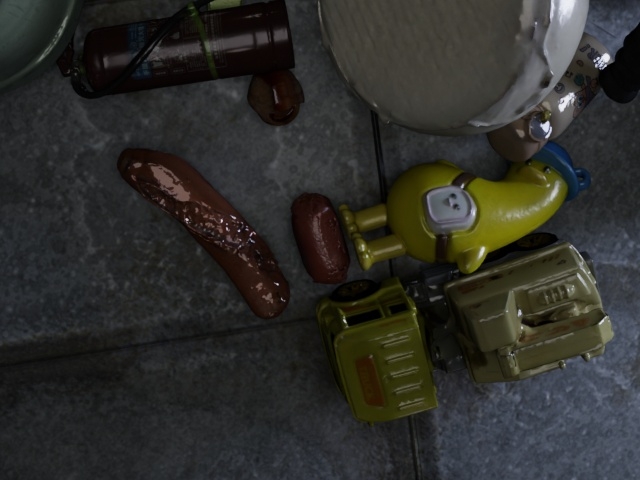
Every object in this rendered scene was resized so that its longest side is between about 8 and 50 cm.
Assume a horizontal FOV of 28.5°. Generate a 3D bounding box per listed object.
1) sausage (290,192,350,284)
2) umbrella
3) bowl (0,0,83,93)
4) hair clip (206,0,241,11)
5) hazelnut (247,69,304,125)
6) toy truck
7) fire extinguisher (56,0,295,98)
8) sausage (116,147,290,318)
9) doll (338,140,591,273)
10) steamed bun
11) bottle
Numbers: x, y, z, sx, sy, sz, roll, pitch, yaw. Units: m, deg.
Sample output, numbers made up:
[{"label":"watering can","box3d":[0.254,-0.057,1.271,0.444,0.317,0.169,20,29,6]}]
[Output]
[{"label":"sausage","box3d":[0.000,0.000,1.815,0.076,0.076,0.141,-19,104,-3]},{"label":"umbrella","box3d":[0.483,-0.310,1.633,0.113,0.106,0.357,27,140,-10]},{"label":"bowl","box3d":[-0.469,-0.345,1.635,0.307,0.163,0.307,0,92,0]},{"label":"hair clip","box3d":[-0.135,-0.361,1.759,0.060,0.033,0.188,2,99,-4]},{"label":"hazelnut","box3d":[-0.062,-0.205,1.775,0.086,0.086,0.086,-1,100,-6]},{"label":"toy truck","box3d":[0.207,0.128,1.776,0.405,0.254,0.180,-15,105,-1]},{"label":"fire extinguisher","box3d":[-0.211,-0.272,1.726,0.341,0.105,0.141,-8,73,2]},{"label":"sausage","box3d":[-0.156,-0.019,1.792,0.087,0.079,0.326,-46,103,-13]},{"label":"doll","box3d":[0.215,-0.042,1.789,0.363,0.145,0.199,-16,59,-7]},{"label":"steamed bun","box3d":[0.188,-0.329,1.672,0.374,0.241,0.374,10,109,33]},{"label":"bottle","box3d":[0.321,-0.197,1.761,0.209,0.110,0.097,-47,109,-24]}]
